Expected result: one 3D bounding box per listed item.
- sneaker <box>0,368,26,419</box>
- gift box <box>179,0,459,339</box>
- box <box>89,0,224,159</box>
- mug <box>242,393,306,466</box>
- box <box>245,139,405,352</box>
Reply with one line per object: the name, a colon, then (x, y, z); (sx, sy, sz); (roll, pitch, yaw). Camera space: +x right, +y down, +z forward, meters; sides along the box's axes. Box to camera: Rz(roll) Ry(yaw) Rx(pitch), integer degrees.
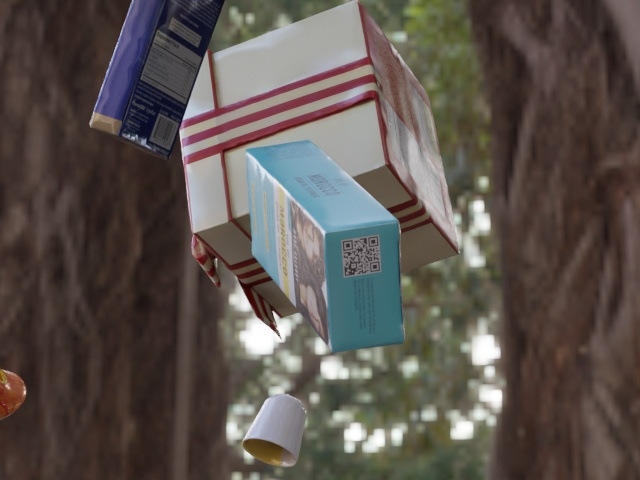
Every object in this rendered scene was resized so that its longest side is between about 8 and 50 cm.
sneaker: (-0.340, 0.138, 1.965); (0.067, 0.064, 0.175); (-38, -24, 15)
gift box: (-0.010, -0.064, 2.159); (0.258, 0.255, 0.276); (-18, -37, 16)
box: (-0.139, -0.195, 1.834); (0.036, 0.225, 0.136); (20, -2, 17)
mug: (-0.051, 0.199, 2.123); (0.078, 0.064, 0.062); (5, -31, 26)
box: (0.000, 0.000, 1.585); (0.060, 0.101, 0.244); (-8, 19, -14)
